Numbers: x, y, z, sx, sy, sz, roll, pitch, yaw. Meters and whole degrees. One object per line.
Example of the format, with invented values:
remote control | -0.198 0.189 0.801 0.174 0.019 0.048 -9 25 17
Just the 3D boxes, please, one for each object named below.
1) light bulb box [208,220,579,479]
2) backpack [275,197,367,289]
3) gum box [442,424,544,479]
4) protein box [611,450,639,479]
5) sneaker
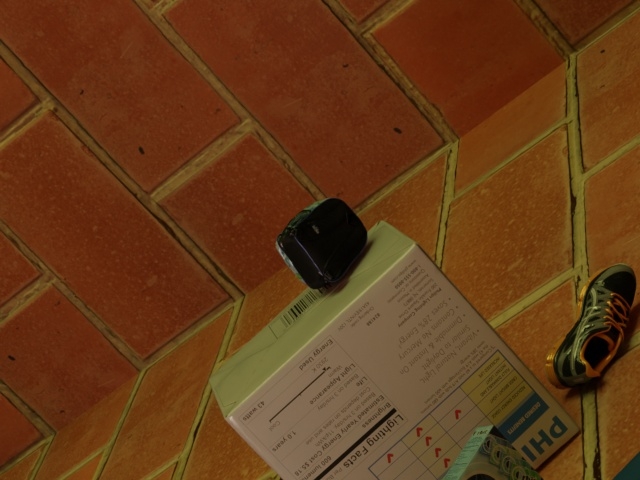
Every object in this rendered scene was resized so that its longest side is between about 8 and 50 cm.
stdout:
light bulb box | 0.098 0.229 2.248 0.358 0.361 0.225 -42 14 0
backpack | 0.000 0.000 2.231 0.114 0.105 0.084 -45 14 -34
gum box | 0.213 0.354 2.014 0.184 0.157 0.041 -52 18 -30
protein box | 0.363 0.352 1.688 0.200 0.136 0.201 -44 15 -6
sneaker | 0.409 0.126 2.302 0.083 0.084 0.215 -9 46 60
